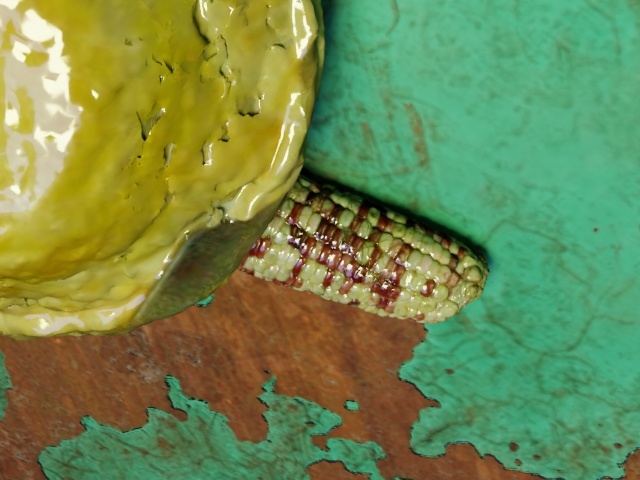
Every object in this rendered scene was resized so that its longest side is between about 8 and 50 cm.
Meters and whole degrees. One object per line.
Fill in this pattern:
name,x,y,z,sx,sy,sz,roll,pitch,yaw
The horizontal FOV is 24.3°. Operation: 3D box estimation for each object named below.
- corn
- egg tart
corn,0.000,0.000,1.100,0.253,0.086,0.086,20,136,-3
egg tart,-0.213,-0.120,0.927,0.443,0.178,0.443,3,114,8
